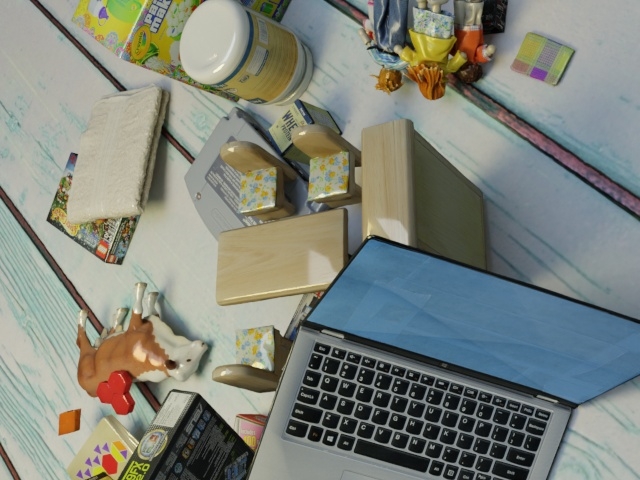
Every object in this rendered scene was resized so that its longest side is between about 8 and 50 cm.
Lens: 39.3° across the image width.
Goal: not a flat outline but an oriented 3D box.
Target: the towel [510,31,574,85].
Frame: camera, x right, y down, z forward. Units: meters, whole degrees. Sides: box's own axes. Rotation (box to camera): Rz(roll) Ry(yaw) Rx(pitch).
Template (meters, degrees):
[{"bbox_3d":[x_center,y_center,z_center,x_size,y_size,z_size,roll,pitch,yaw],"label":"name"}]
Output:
[{"bbox_3d":[0.314,-0.259,1.276,0.083,0.009,0.060,32,101,37],"label":"towel"}]

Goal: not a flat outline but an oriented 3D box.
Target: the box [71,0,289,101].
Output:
[{"bbox_3d":[-0.223,-0.436,1.561,0.177,0.279,0.289,39,105,36],"label":"box"}]

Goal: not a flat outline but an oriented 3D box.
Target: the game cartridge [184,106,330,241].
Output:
[{"bbox_3d":[-0.120,-0.076,1.560,0.196,0.060,0.294,-52,55,15],"label":"game cartridge"}]

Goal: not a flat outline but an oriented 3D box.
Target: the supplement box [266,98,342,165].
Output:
[{"bbox_3d":[-0.027,-0.178,1.483,0.083,0.083,0.056,-45,58,23],"label":"supplement box"}]

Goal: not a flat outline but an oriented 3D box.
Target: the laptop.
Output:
[{"bbox_3d":[0.148,0.224,1.048,0.236,0.382,0.407,-130,58,-80],"label":"laptop"}]

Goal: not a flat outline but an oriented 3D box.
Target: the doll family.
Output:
[{"bbox_3d":[0.130,-0.295,1.340,0.263,0.118,0.163,26,132,39],"label":"doll family"}]

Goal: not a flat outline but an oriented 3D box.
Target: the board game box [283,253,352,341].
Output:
[{"bbox_3d":[0.054,0.132,1.376,0.194,0.060,0.194,29,96,35],"label":"board game box"}]

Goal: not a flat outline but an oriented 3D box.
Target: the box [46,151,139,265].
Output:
[{"bbox_3d":[-0.459,-0.068,1.830,0.233,0.044,0.159,28,99,38],"label":"box"}]

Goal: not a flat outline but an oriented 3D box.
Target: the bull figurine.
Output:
[{"bbox_3d":[-0.344,0.193,1.659,0.310,0.101,0.188,-21,65,32],"label":"bull figurine"}]

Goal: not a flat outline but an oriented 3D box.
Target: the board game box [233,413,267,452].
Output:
[{"bbox_3d":[-0.057,0.455,1.404,0.242,0.064,0.316,10,88,39],"label":"board game box"}]

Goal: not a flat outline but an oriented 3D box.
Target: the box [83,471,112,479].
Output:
[{"bbox_3d":[-0.340,0.509,1.568,0.232,0.087,0.058,35,107,19],"label":"box"}]

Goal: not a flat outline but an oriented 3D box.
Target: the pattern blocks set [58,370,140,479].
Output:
[{"bbox_3d":[-0.381,0.418,1.644,0.325,0.026,0.285,-44,76,29],"label":"pattern blocks set"}]

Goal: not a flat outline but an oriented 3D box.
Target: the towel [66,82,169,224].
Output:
[{"bbox_3d":[-0.397,-0.171,1.756,0.187,0.049,0.282,-7,66,31],"label":"towel"}]

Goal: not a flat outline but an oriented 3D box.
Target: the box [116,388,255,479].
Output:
[{"bbox_3d":[-0.200,0.384,1.279,0.060,0.216,0.270,0,49,37],"label":"box"}]

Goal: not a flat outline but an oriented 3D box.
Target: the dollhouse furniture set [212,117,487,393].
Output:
[{"bbox_3d":[0.000,0.000,1.252,0.394,0.256,0.361,-10,68,28],"label":"dollhouse furniture set"}]

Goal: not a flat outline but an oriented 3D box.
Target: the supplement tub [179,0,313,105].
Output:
[{"bbox_3d":[-0.120,-0.310,1.507,0.144,0.200,0.144,-8,76,37],"label":"supplement tub"}]

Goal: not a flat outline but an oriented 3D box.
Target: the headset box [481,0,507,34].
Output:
[{"bbox_3d":[0.244,-0.351,1.335,0.062,0.032,0.083,2,82,39],"label":"headset box"}]
